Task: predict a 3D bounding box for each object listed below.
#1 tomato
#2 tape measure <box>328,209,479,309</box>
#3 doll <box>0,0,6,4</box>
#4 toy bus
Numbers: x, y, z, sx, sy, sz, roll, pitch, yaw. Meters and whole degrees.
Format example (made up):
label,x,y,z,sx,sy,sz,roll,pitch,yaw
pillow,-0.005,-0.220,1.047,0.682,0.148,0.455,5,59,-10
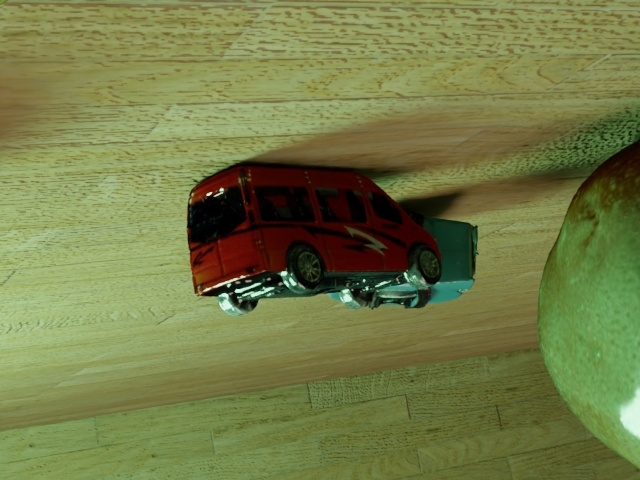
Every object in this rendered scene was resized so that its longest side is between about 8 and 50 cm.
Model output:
label,x,y,z,sx,sy,sz,roll,pitch,yaw
tomato,0.302,0.050,0.901,0.239,0.304,0.303,-7,168,-32
tape measure,0.065,0.018,1.042,0.125,0.081,0.146,0,168,-3
doll,-0.066,-0.103,0.302,0.162,0.062,0.106,-17,-151,32
toy bus,0.000,0.000,0.851,0.195,0.089,0.081,1,164,-45
